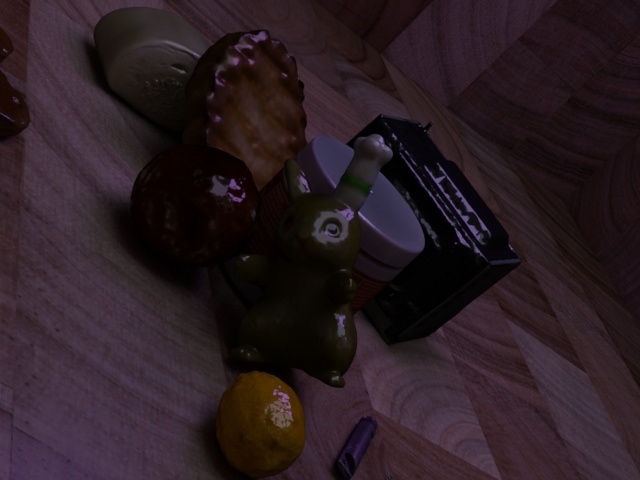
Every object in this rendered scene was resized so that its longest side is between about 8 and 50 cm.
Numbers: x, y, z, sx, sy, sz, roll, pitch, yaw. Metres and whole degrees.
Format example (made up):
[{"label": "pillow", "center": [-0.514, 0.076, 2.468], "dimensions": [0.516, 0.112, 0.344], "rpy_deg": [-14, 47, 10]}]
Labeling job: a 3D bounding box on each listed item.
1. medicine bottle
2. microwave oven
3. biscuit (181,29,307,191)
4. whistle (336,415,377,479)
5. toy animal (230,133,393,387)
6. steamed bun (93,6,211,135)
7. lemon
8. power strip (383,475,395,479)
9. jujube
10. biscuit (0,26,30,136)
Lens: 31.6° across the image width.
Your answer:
[{"label": "medicine bottle", "center": [0.000, 0.000, 1.819], "dimensions": [0.252, 0.241, 0.252], "rpy_deg": [40, 22, -19]}, {"label": "microwave oven", "center": [0.154, -0.023, 2.121], "dimensions": [0.355, 0.286, 0.218], "rpy_deg": [57, 23, 16]}, {"label": "biscuit", "center": [-0.134, -0.195, 1.932], "dimensions": [0.326, 0.107, 0.325], "rpy_deg": [-9, 101, -58]}, {"label": "whistle", "center": [0.053, 0.301, 1.654], "dimensions": [0.033, 0.033, 0.176], "rpy_deg": [46, 20, 0]}, {"label": "toy animal", "center": [-0.016, 0.025, 1.600], "dimensions": [0.181, 0.362, 0.180], "rpy_deg": [11, 14, 14]}, {"label": "steamed bun", "center": [-0.270, -0.314, 2.002], "dimensions": [0.250, 0.155, 0.200], "rpy_deg": [35, 23, -36]}, {"label": "lemon", "center": [-0.077, 0.228, 1.418], "dimensions": [0.114, 0.114, 0.155], "rpy_deg": [32, 23, -33]}, {"label": "power strip", "center": [0.111, 0.432, 1.500], "dimensions": [0.118, 0.046, 0.270], "rpy_deg": [22, 32, -43]}, {"label": "jujube", "center": [-0.176, -0.058, 1.675], "dimensions": [0.190, 0.190, 0.255], "rpy_deg": [46, 15, 0]}, {"label": "biscuit", "center": [-0.512, -0.270, 1.597], "dimensions": [0.262, 0.052, 0.277], "rpy_deg": [43, 19, -23]}]
